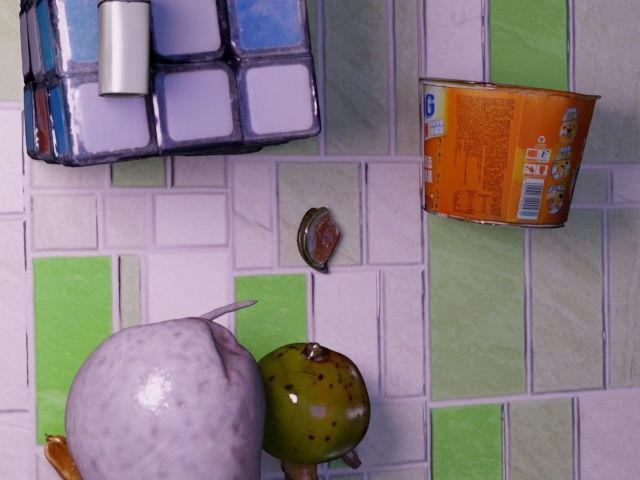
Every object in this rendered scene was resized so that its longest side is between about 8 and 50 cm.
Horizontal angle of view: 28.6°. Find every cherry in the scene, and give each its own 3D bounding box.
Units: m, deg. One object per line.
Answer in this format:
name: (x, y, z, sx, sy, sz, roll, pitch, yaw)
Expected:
cherry: (-0.205, 0.264, 1.748, 0.291, 0.335, 0.326, -1, 133, -21)

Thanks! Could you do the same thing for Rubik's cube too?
Rubik's cube: (-0.228, -0.284, 1.732, 0.362, 0.359, 0.363, -4, 92, -22)

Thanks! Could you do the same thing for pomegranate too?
pomegranate: (-0.014, 0.276, 1.902, 0.198, 0.198, 0.246, -8, 83, -20)

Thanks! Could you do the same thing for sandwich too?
sandwich: (-0.003, -0.004, 1.996, 0.069, 0.026, 0.101, 20, 83, -19)

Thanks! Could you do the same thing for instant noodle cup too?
instant noodle cup: (0.284, -0.139, 1.981, 0.296, 0.296, 0.214, 4, 98, -21)

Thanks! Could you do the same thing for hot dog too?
hot dog: (-0.364, 0.333, 1.861, 0.056, 0.041, 0.133, -42, 112, -15)

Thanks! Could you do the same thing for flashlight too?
flashlight: (0.028, 0.324, 2.008, 0.052, 0.031, 0.110, -43, 105, -15)

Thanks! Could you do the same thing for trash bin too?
trash bin: (-0.235, -0.237, 1.490, 0.059, 0.116, 0.130, 0, 94, -14)
